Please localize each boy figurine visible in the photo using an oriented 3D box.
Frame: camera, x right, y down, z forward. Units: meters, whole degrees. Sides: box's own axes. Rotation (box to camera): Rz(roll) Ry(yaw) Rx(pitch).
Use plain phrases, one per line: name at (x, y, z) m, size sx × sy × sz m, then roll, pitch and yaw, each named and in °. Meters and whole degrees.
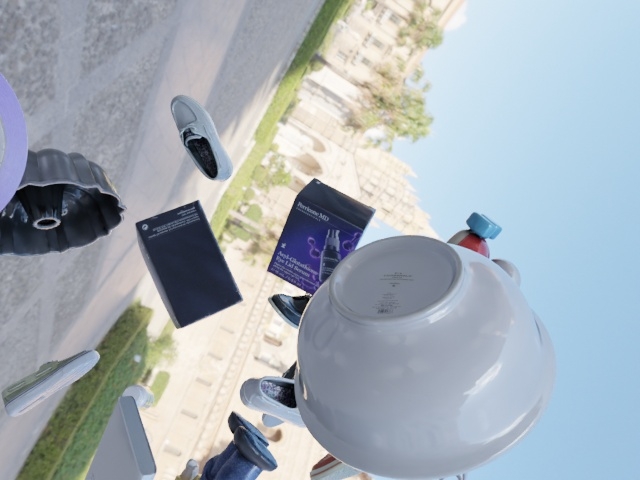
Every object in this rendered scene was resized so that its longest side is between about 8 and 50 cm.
boy figurine at (-0.192, 0.382, 0.655) m, size 0.285 × 0.092 × 0.177 m, roll -44°, pitch -161°, yaw -7°

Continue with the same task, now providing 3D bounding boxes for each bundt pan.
bundt pan at (-0.617, -0.089, 1.022) m, size 0.331 × 0.331 × 0.124 m, roll -46°, pitch -119°, yaw 50°

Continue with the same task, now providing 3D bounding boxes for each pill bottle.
pill bottle at (-0.505, 0.433, 1.274) m, size 0.116 × 0.065 × 0.065 m, roll 99°, pitch 14°, yaw -66°

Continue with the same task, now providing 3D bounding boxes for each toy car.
toy car at (0.432, 0.082, 1.198) m, size 0.219 × 0.238 × 0.210 m, roll -54°, pitch 157°, yaw 17°

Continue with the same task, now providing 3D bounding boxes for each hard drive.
hard drive at (-0.452, 0.528, 1.012) m, size 0.203 × 0.040 × 0.307 m, roll 46°, pitch -64°, yaw 42°

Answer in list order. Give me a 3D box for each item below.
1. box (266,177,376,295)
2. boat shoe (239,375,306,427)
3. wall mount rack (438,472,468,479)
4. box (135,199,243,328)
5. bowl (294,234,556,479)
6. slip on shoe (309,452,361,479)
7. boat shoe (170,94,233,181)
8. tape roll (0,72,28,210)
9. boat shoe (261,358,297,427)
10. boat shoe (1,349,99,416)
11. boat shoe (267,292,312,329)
box at (0.000, 0.000, 0.966) m, size 0.207 × 0.153 × 0.108 m, roll -67°, pitch 173°, yaw 33°
boat shoe at (-0.041, 0.260, 0.761) m, size 0.063 × 0.184 × 0.066 m, roll -31°, pitch -144°, yaw 42°
wall mount rack at (0.315, 0.749, 1.208) m, size 0.304 × 0.130 × 0.350 m, roll -49°, pitch -166°, yaw 46°
box at (-0.374, 0.083, 1.290) m, size 0.183 × 0.294 × 0.296 m, roll -25°, pitch 178°, yaw -22°
bowl at (0.093, 0.086, 0.511) m, size 0.298 × 0.134 × 0.298 m, roll -15°, pitch -150°, yaw 9°
slip on shoe at (0.106, 0.443, 1.052) m, size 0.331 × 0.123 × 0.101 m, roll -42°, pitch -131°, yaw 9°
boat shoe at (-0.284, -0.240, 1.077) m, size 0.079 × 0.227 × 0.081 m, roll -30°, pitch -175°, yaw 16°
tape roll at (-0.563, -0.147, 0.656) m, size 0.275 × 0.090 × 0.274 m, roll 8°, pitch 90°, yaw -79°
boat shoe at (-0.102, 0.495, 1.584) m, size 0.306 × 0.113 × 0.105 m, roll -55°, pitch -144°, yaw 2°
boat shoe at (-0.879, 0.440, 1.501) m, size 0.302 × 0.094 × 0.109 m, roll -33°, pitch 164°, yaw -24°
boat shoe at (-0.037, 0.219, 1.464) m, size 0.113 × 0.340 × 0.127 m, roll -42°, pitch -132°, yaw 6°
